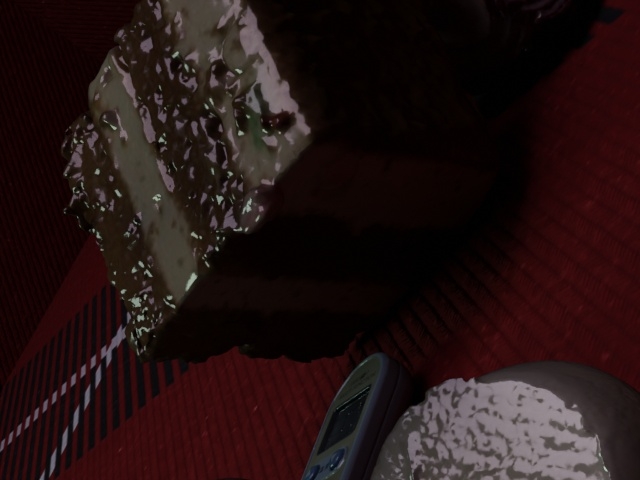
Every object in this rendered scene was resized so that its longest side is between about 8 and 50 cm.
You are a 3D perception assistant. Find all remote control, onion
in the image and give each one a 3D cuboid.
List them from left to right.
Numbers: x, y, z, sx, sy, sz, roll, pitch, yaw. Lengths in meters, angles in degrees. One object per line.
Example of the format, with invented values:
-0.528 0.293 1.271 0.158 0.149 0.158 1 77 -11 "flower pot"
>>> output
0.014 0.187 1.197 0.087 0.047 0.244 -45 17 50 "remote control"
0.133 -0.258 1.518 0.206 0.216 0.207 -57 4 -33 "onion"

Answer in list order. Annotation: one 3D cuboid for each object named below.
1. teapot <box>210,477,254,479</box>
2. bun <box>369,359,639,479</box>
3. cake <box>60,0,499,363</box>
-0.097 0.253 1.015 0.312 0.233 0.315 0 28 26 "teapot"
0.114 0.146 0.773 0.173 0.120 0.172 -15 69 43 "bun"
-0.029 -0.071 1.358 0.290 0.282 0.255 -44 58 34 "cake"
